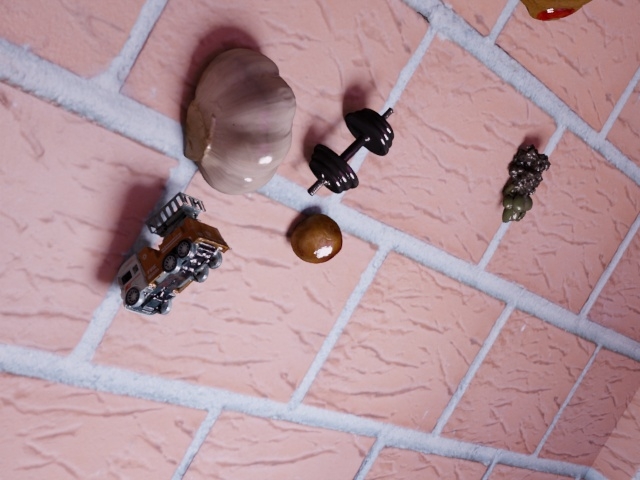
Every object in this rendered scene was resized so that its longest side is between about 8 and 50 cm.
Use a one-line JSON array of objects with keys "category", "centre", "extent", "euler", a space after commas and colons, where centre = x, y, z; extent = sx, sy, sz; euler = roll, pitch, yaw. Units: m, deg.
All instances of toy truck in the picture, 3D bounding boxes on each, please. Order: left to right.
[{"category": "toy truck", "centre": [-0.238, 0.026, 1.739], "extent": [0.178, 0.115, 0.080], "euler": [-42, 147, 18]}]

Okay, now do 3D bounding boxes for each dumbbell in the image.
[{"category": "dumbbell", "centre": [0.052, -0.152, 1.926], "extent": [0.208, 0.099, 0.099], "euler": [-46, 141, -13]}]

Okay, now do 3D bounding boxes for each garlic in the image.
[{"category": "garlic", "centre": [-0.102, -0.174, 1.716], "extent": [0.178, 0.143, 0.229], "euler": [-22, 123, -34]}]

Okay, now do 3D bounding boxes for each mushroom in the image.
[{"category": "mushroom", "centre": [0.008, -0.002, 2.012], "extent": [0.129, 0.073, 0.088], "euler": [8, 76, -53]}]

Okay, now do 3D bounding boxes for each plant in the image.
[{"category": "plant", "centre": [0.426, -0.117, 2.381], "extent": [0.085, 0.087, 0.174], "euler": [14, 102, -20]}]

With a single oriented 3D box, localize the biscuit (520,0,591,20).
[{"category": "biscuit", "centre": [0.476, -0.531, 2.011], "extent": [0.359, 0.074, 0.381], "euler": [-3, 146, -13]}]
